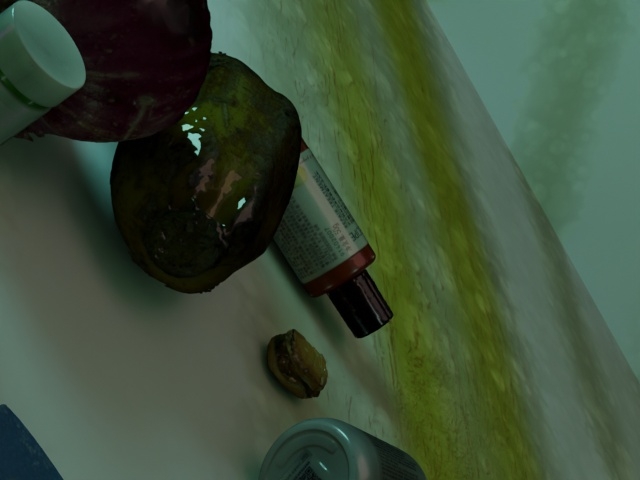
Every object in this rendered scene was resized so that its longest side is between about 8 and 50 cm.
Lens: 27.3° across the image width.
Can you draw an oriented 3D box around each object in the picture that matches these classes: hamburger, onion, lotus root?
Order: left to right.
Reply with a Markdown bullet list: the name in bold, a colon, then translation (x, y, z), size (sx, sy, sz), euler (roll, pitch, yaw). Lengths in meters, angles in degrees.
- **onion**: translation (-0.220, -0.224, 1.262), size (0.272, 0.230, 0.256), euler (-59, 134, -38)
- **lotus root**: translation (-0.121, -0.089, 1.449), size (0.196, 0.179, 0.397), euler (54, 21, -20)
- **hamburger**: translation (-0.027, 0.145, 1.537), size (0.083, 0.044, 0.076), euler (50, 20, -29)

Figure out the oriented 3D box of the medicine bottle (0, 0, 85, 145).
- **medicine bottle**: translation (-0.287, -0.111, 1.078), size (0.086, 0.183, 0.086), euler (49, 21, -26)

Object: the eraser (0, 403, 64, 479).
- **eraser**: translation (-0.250, 0.231, 0.886), size (0.144, 0.043, 0.312), euler (57, 20, -7)

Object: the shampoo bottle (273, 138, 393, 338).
- **shampoo bottle**: translation (0.000, 0.000, 1.722), size (0.278, 0.104, 0.104), euler (58, 20, -4)

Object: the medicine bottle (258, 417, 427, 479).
- **medicine bottle**: translation (0.043, 0.274, 1.386), size (0.215, 0.135, 0.135), euler (34, 32, -50)
